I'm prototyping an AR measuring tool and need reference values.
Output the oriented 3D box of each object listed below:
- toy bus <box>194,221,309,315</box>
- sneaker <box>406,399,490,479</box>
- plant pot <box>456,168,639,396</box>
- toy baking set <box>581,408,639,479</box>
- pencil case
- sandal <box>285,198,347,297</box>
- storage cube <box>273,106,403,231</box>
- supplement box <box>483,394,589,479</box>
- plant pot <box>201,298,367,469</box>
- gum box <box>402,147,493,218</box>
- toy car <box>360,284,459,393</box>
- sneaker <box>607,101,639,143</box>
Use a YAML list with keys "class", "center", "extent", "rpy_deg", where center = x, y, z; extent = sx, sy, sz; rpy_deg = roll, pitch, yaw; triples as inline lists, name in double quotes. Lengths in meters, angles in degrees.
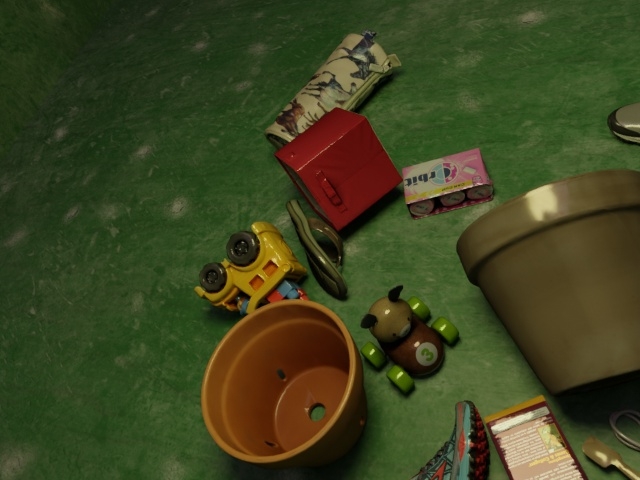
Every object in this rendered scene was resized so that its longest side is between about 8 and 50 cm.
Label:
- class: "toy bus"
  center: [-0.135, 0.102, 1.299]
  extent: [0.220, 0.149, 0.211]
  rpy_deg: [-45, 73, 9]
- class: "sneaker"
  center: [0.194, 0.379, 0.936]
  extent: [0.125, 0.104, 0.262]
  rpy_deg: [-1, 55, 29]
- class: "plant pot"
  center: [0.412, 0.089, 0.936]
  extent: [0.323, 0.323, 0.281]
  rpy_deg: [-18, 66, 15]
- class: "toy baking set"
  center: [0.536, 0.319, 0.855]
  extent: [0.256, 0.030, 0.197]
  rpy_deg: [-25, 45, 9]
- class: "pencil case"
  center: [0.028, -0.367, 1.549]
  extent: [0.410, 0.160, 0.183]
  rpy_deg: [-52, 35, -16]
- class: "sandal"
  center: [-0.001, -0.002, 1.323]
  extent: [0.086, 0.120, 0.303]
  rpy_deg: [-21, 47, -6]
- class: "storage cube"
  center: [0.037, -0.170, 1.345]
  extent: [0.193, 0.184, 0.215]
  rpy_deg: [-38, 26, -3]
- class: "supplement box"
  center: [0.340, 0.350, 0.894]
  extent: [0.104, 0.081, 0.188]
  rpy_deg: [-25, 48, 8]
- class: "plant pot"
  center: [-0.039, 0.281, 1.063]
  extent: [0.290, 0.203, 0.291]
  rpy_deg: [-14, 51, 18]
- class: "gum box"
  center: [0.283, -0.127, 1.298]
  extent: [0.188, 0.062, 0.107]
  rpy_deg: [-14, 51, 18]
- class: "toy car"
  center: [0.142, 0.158, 1.070]
  extent: [0.155, 0.188, 0.149]
  rpy_deg: [-45, 48, -9]
- class: "sneaker"
  center: [0.713, -0.263, 1.148]
  extent: [0.271, 0.108, 0.100]
  rpy_deg: [-5, 56, 26]
